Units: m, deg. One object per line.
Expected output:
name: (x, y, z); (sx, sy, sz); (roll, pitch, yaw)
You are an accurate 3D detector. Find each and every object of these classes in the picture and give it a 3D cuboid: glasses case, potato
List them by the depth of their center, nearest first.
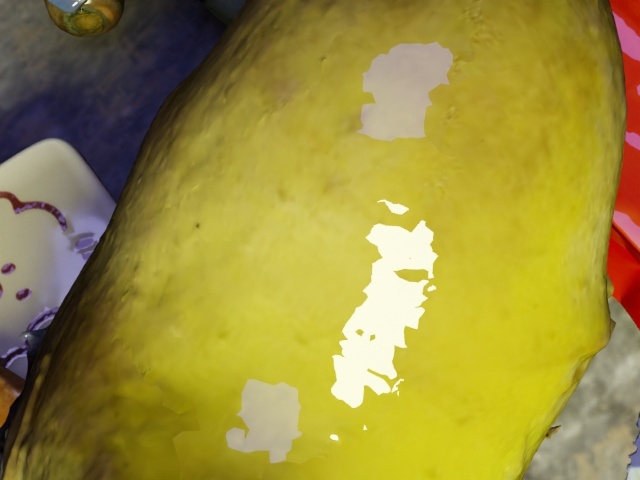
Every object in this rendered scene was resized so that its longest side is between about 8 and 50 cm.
potato: (0.000, 0.000, 0.525); (0.290, 0.296, 0.397); (28, 43, 16)
glasses case: (-0.127, 0.101, 0.698); (0.144, 0.076, 0.336); (-36, 77, -9)

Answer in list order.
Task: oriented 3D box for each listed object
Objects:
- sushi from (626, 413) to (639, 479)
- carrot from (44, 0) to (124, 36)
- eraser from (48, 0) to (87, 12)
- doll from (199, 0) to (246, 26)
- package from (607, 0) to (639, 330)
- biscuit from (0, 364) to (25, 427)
sushi: (0.318, 0.301, 0.637); (0.339, 0.069, 0.320); (19, 75, 6)
carrot: (-0.192, -0.307, 0.824); (0.070, 0.070, 0.342); (-11, 72, -2)
eraser: (-0.137, -0.250, 0.769); (0.082, 0.036, 0.225); (43, 49, -12)
doll: (-0.024, -0.252, 0.771); (0.143, 0.135, 0.234); (14, 70, 7)
package: (0.226, -0.069, 0.718); (0.196, 0.123, 0.423); (-37, 75, -7)
biscuit: (-0.267, 0.121, 0.671); (0.280, 0.043, 0.183); (-8, 89, 20)
